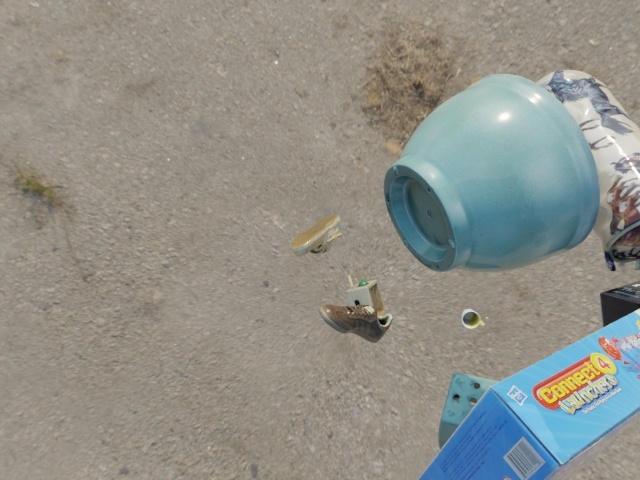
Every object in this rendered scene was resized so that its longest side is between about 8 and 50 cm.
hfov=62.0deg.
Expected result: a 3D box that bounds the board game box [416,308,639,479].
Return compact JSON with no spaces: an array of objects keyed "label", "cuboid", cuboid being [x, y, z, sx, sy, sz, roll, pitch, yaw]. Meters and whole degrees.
[{"label":"board game box","cuboid":[0.261,0.241,0.632,0.302,0.308,0.086,-13,48,-33]}]

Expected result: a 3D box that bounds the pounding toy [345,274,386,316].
[{"label":"pounding toy","cuboid":[0.128,0.177,1.649,0.100,0.130,0.141,-15,92,23]}]

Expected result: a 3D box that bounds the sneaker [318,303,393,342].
[{"label":"sneaker","cuboid":[0.075,0.155,1.104,0.071,0.188,0.066,-51,44,13]}]

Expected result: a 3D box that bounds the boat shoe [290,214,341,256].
[{"label":"boat shoe","cuboid":[0.000,0.000,1.103,0.063,0.170,0.059,-7,109,35]}]

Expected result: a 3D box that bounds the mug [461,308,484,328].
[{"label":"mug","cuboid":[0.520,0.272,1.843,0.062,0.064,0.078,-32,93,9]}]

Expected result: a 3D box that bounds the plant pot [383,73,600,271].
[{"label":"plant pot","cuboid":[0.220,-0.070,0.790,0.196,0.293,0.293,-27,82,-16]}]

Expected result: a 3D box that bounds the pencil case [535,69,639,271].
[{"label":"pencil case","cuboid":[0.518,-0.145,0.995,0.160,0.183,0.410,-11,54,-2]}]

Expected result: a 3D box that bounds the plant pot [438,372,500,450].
[{"label":"plant pot","cuboid":[0.336,0.381,1.106,0.166,0.234,0.165,5,56,31]}]

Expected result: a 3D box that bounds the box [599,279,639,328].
[{"label":"box","cuboid":[0.743,0.166,0.921,0.313,0.343,0.178,-13,100,-15]}]
